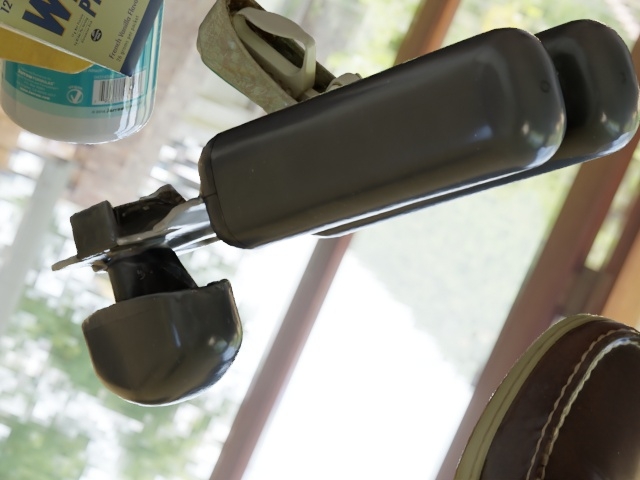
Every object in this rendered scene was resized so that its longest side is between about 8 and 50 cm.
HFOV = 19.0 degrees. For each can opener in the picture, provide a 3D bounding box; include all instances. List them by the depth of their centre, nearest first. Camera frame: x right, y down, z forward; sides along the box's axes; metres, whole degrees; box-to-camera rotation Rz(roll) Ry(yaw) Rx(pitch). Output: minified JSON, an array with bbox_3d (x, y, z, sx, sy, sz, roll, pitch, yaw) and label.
[{"bbox_3d":[0.000,0.000,0.704,0.076,0.095,0.283,-11,176,-41],"label":"can opener"}]

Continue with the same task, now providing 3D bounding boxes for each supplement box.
[{"bbox_3d":[-0.116,-0.110,0.746,0.083,0.056,0.083,20,-178,-45],"label":"supplement box"}]

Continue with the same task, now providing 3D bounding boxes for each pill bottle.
[{"bbox_3d":[-0.211,-0.231,1.715,0.146,0.264,0.146,7,-150,-4],"label":"pill bottle"}]

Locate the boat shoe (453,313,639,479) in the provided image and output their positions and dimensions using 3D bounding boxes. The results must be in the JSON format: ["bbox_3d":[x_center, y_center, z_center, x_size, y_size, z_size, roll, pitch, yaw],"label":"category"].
[{"bbox_3d":[0.128,0.193,0.981,0.123,0.342,0.123,36,154,-25],"label":"boat shoe"}]

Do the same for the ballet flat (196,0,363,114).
[{"bbox_3d":[-0.005,-0.086,1.107,0.168,0.052,0.057,37,-141,16],"label":"ballet flat"}]

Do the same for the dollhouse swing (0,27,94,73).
[{"bbox_3d":[-0.253,-0.352,1.461,0.347,0.305,0.315,11,-144,-11],"label":"dollhouse swing"}]
